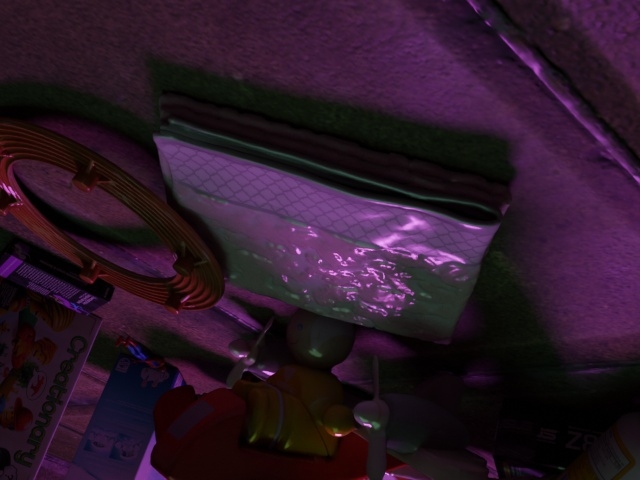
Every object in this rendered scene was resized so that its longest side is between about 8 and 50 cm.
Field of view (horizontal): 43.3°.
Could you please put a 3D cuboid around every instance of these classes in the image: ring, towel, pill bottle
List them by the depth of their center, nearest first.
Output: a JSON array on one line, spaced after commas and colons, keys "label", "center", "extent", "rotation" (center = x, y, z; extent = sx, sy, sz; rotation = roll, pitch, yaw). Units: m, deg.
[{"label": "towel", "center": [0.000, 0.000, 0.821], "extent": [0.332, 0.053, 0.317], "rotation": [16, 153, 6]}, {"label": "ring", "center": [-0.262, -0.012, 0.917], "extent": [0.337, 0.032, 0.336], "rotation": [23, 154, 12]}, {"label": "pill bottle", "center": [0.377, 0.281, 0.966], "extent": [0.117, 0.117, 0.208], "rotation": [27, 116, -17]}]

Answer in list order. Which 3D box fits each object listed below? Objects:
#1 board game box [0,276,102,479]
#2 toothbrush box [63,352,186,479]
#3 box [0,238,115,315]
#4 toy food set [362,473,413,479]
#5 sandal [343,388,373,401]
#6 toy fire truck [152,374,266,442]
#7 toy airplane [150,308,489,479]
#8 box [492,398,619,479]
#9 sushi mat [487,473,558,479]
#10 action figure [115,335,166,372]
[{"label": "board game box", "center": [-0.486, 0.220, 1.247], "extent": [0.193, 0.305, 0.053], "rotation": [31, 148, -25]}, {"label": "toothbrush box", "center": [-0.354, 0.394, 1.506], "extent": [0.126, 0.295, 0.216], "rotation": [13, 153, 8]}, {"label": "box", "center": [-0.398, 0.058, 1.195], "extent": [0.162, 0.029, 0.116], "rotation": [32, 151, -22]}, {"label": "toy food set", "center": [0.101, 0.533, 1.689], "extent": [0.306, 0.092, 0.220], "rotation": [0, 144, 35]}, {"label": "sandal", "center": [0.100, 0.307, 1.325], "extent": [0.219, 0.060, 0.090], "rotation": [32, 150, -25]}, {"label": "toy fire truck", "center": [-0.165, 0.287, 1.336], "extent": [0.217, 0.158, 0.246], "rotation": [-7, 131, -14]}, {"label": "toy airplane", "center": [0.029, 0.208, 1.017], "extent": [0.386, 0.272, 0.384], "rotation": [-1, -173, 17]}, {"label": "box", "center": [0.437, 0.378, 1.215], "extent": [0.318, 0.097, 0.395], "rotation": [5, 150, 21]}, {"label": "sushi mat", "center": [0.169, 0.333, 1.000], "extent": [0.151, 0.019, 0.316], "rotation": [-16, 169, 38]}, {"label": "action figure", "center": [-0.312, 0.206, 1.424], "extent": [0.038, 0.030, 0.115], "rotation": [-9, 145, 34]}]
